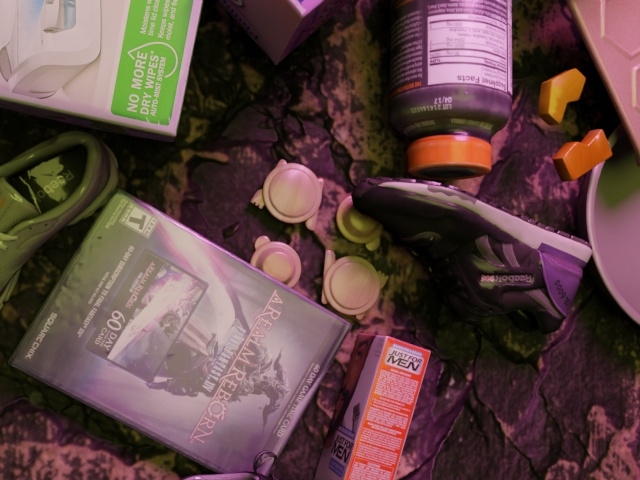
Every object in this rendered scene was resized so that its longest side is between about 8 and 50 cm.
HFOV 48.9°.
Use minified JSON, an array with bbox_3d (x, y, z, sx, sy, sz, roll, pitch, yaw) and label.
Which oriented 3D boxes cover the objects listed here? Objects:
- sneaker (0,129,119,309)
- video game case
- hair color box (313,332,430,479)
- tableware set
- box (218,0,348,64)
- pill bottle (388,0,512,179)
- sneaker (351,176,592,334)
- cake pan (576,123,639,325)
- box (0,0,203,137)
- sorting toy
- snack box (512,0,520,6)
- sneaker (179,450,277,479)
[{"bbox_3d":[-0.293,-0.009,0.626,0.099,0.121,0.262,42,77,-7],"label":"sneaker"},{"bbox_3d":[-0.131,0.101,0.698,0.274,0.026,0.196,31,84,-9],"label":"video game case"},{"bbox_3d":[0.049,0.182,0.711,0.053,0.093,0.167,21,79,-12],"label":"hair color box"},{"bbox_3d":[0.000,0.000,0.753,0.168,0.020,0.141,18,80,-13],"label":"tableware set"},{"bbox_3d":[-0.017,-0.324,0.614,0.243,0.117,0.213,-44,96,-13],"label":"box"},{"bbox_3d":[0.137,-0.190,0.749,0.130,0.130,0.246,3,84,-14],"label":"pill bottle"},{"bbox_3d":[0.157,0.023,0.746,0.283,0.107,0.124,19,86,-15],"label":"sneaker"},{"bbox_3d":[0.434,-0.021,0.849,0.293,0.054,0.293,1,84,-14],"label":"cake pan"},{"bbox_3d":[-0.223,-0.160,0.578,0.231,0.262,0.127,11,95,-12],"label":"box"},{"bbox_3d":[0.355,-0.205,0.793,0.307,0.041,0.229,-31,103,-15],"label":"sorting toy"},{"bbox_3d":[0.281,-0.359,0.762,0.070,0.207,0.174,46,75,-6],"label":"snack box"},{"bbox_3d":[-0.117,0.312,0.644,0.268,0.101,0.153,-36,103,-19],"label":"sneaker"}]
